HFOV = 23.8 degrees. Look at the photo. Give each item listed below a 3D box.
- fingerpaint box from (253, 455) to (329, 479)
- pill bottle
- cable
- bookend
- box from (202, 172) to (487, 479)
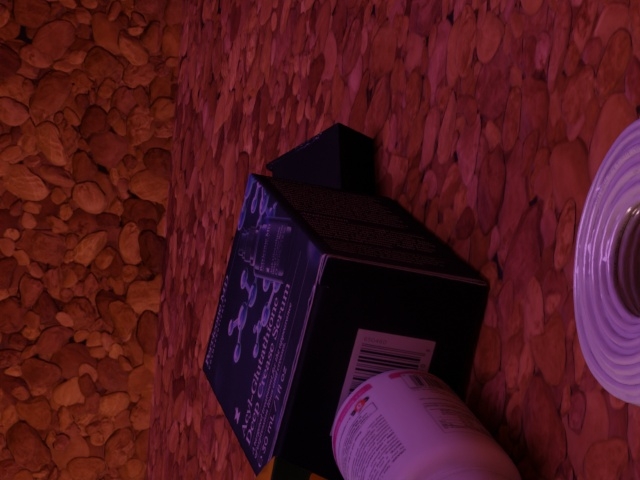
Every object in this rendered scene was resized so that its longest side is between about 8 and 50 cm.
[{"bbox_3d":[-0.104,0.491,1.473,0.445,0.163,0.371,-51,19,38],"label":"fingerpaint box"},{"bbox_3d":[0.121,0.259,1.615,0.283,0.160,0.160,-129,48,-68],"label":"pill bottle"},{"bbox_3d":[0.293,0.019,1.252,0.257,0.089,0.257,-139,57,-70],"label":"cable"},{"bbox_3d":[0.000,-0.062,2.188,0.156,0.072,0.157,-28,53,38],"label":"bookend"},{"bbox_3d":[0.015,0.113,1.910,0.395,0.212,0.293,-133,55,-69],"label":"box"}]
